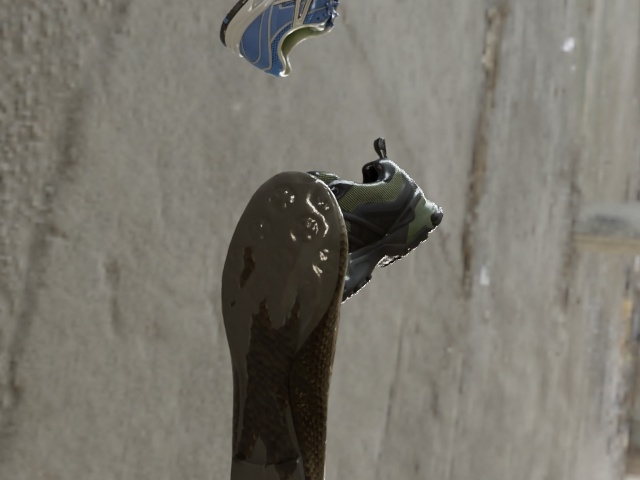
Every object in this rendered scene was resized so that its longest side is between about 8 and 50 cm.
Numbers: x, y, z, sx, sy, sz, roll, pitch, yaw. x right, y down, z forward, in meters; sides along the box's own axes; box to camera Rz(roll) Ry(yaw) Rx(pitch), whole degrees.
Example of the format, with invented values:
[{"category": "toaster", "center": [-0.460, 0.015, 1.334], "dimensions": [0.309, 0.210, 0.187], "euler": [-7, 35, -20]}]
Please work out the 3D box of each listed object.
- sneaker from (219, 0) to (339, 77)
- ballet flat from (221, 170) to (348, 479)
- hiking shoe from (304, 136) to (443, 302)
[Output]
[{"category": "sneaker", "center": [-0.005, -0.256, 1.237], "dimensions": [0.211, 0.081, 0.080], "euler": [-48, 168, 12]}, {"category": "ballet flat", "center": [-0.021, 0.078, 0.818], "dimensions": [0.058, 0.084, 0.249], "euler": [-7, 100, -70]}, {"category": "hiking shoe", "center": [0.000, 0.000, 1.101], "dimensions": [0.227, 0.114, 0.086], "euler": [-36, 178, -30]}]
